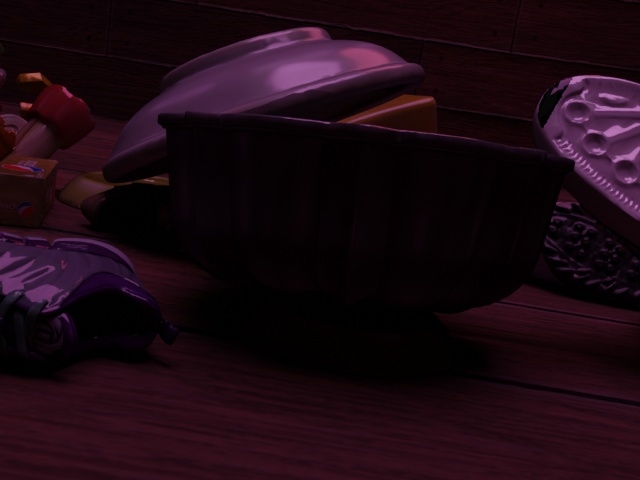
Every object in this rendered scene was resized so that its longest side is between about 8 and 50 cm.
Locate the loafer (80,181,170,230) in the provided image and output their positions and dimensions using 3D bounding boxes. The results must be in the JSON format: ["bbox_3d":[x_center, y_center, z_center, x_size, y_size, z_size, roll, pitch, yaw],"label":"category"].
[{"bbox_3d":[-0.229,-0.046,0.896,0.050,0.056,0.148,21,14,28],"label":"loafer"}]

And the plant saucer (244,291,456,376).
[{"bbox_3d":[0.026,0.063,0.579,0.168,0.029,0.168,9,10,-2],"label":"plant saucer"}]

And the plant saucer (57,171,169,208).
[{"bbox_3d":[-0.251,-0.067,1.057,0.240,0.037,0.241,8,10,-1],"label":"plant saucer"}]

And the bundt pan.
[{"bbox_3d":[0.027,-0.021,0.597,0.330,0.124,0.331,7,5,-1],"label":"bundt pan"}]

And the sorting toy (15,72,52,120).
[{"bbox_3d":[-0.598,-0.238,1.220,0.307,0.041,0.229,-8,-27,-24],"label":"sorting toy"}]

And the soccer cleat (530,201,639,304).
[{"bbox_3d":[0.279,0.005,0.953,0.318,0.109,0.116,22,-18,25],"label":"soccer cleat"}]

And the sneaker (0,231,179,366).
[{"bbox_3d":[-0.192,0.032,0.417,0.223,0.083,0.098,1,17,-42],"label":"sneaker"}]

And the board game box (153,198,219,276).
[{"bbox_3d":[0.000,0.000,0.873,0.346,0.056,0.208,3,7,-30],"label":"board game box"}]

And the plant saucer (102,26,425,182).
[{"bbox_3d":[-0.078,-0.173,0.889,0.400,0.101,0.400,-18,4,1],"label":"plant saucer"}]

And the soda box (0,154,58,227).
[{"bbox_3d":[-0.353,-0.062,0.872,0.061,0.058,0.181,7,10,-16],"label":"soda box"}]

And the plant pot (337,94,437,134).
[{"bbox_3d":[0.051,-0.118,1.173,0.187,0.212,0.212,-11,17,-22],"label":"plant pot"}]

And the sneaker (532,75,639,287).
[{"bbox_3d":[0.320,-0.001,0.702,0.322,0.130,0.236,32,-16,9],"label":"sneaker"}]

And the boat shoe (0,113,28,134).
[{"bbox_3d":[-0.598,-0.158,1.223,0.079,0.084,0.233,-31,-9,36],"label":"boat shoe"}]

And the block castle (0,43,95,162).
[{"bbox_3d":[-0.518,-0.297,0.945,0.303,0.453,0.213,13,55,30],"label":"block castle"}]
